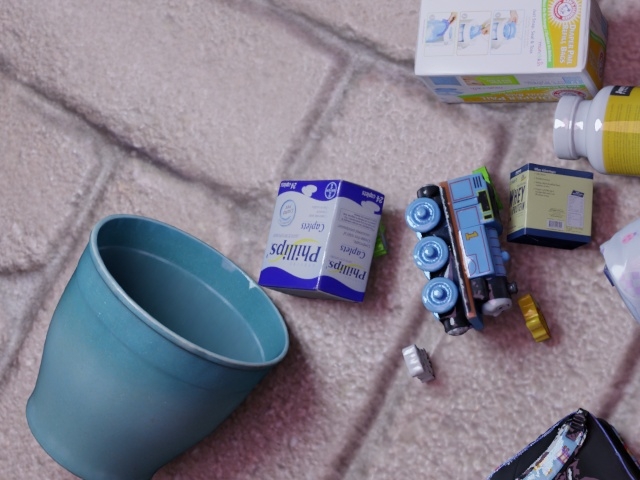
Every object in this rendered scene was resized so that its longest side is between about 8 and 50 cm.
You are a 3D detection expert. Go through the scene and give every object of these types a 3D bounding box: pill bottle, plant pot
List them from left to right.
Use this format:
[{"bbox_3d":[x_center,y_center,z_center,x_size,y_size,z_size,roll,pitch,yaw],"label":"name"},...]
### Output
[{"bbox_3d":[-0.220,0.150,1.784,0.272,0.271,0.255,46,112,25],"label":"plant pot"},{"bbox_3d":[0.361,-0.122,1.668,0.184,0.103,0.103,6,81,24],"label":"pill bottle"}]

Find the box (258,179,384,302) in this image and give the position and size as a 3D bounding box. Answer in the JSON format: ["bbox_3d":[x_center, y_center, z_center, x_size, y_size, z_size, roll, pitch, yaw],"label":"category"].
[{"bbox_3d":[0.000,0.000,1.788,0.126,0.072,0.137,2,78,53],"label":"box"}]

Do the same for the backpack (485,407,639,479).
[{"bbox_3d":[0.268,0.290,1.609,0.173,0.117,0.158,-38,67,11],"label":"backpack"}]

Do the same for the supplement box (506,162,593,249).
[{"bbox_3d":[0.263,-0.038,1.697,0.083,0.056,0.083,7,79,-14],"label":"supplement box"}]

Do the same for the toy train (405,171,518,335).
[{"bbox_3d":[0.162,0.015,1.688,0.105,0.080,0.184,-15,70,12],"label":"toy train"}]

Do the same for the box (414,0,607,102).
[{"bbox_3d":[0.227,-0.227,1.743,0.203,0.114,0.103,1,78,23],"label":"box"}]

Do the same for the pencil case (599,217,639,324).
[{"bbox_3d":[0.439,-0.005,1.601,0.273,0.113,0.124,-33,108,14],"label":"pencil case"}]

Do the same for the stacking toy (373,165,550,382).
[{"bbox_3d":[0.159,0.043,1.752,0.167,0.052,0.221,-24,68,15],"label":"stacking toy"}]
